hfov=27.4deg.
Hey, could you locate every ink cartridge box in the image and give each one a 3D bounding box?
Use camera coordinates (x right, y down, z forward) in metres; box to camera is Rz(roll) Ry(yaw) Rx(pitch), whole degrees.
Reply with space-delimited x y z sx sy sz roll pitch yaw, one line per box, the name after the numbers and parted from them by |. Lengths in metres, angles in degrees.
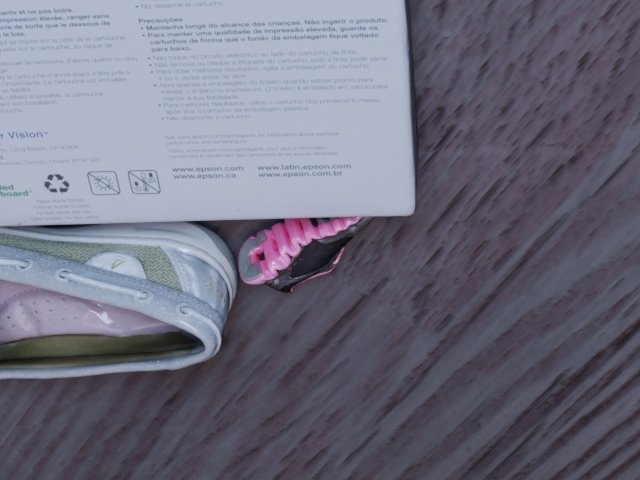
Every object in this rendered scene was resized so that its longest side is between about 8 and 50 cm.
-0.108 -0.147 0.798 0.324 0.071 0.330 -1 133 6 | ink cartridge box

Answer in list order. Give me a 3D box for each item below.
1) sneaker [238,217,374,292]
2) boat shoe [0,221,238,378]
0.000 0.000 0.935 0.119 0.047 0.057 -32 137 23 | sneaker
-0.221 0.053 0.946 0.320 0.103 0.118 -2 123 6 | boat shoe
